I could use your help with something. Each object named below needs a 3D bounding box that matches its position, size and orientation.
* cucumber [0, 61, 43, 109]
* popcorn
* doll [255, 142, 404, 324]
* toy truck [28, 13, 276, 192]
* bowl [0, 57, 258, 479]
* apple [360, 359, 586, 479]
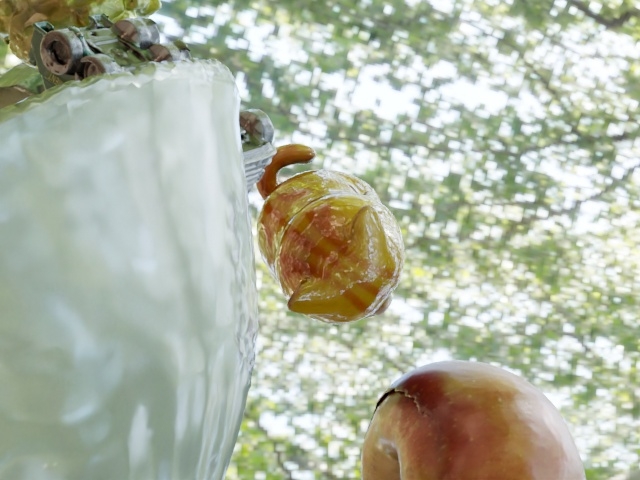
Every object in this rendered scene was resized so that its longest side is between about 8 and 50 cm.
[{"bbox_3d":[-0.372,-0.159,1.787,0.191,0.130,0.191,13,-55,19],"label":"cucumber"},{"bbox_3d":[-0.269,-0.256,1.461,0.198,0.198,0.212,3,-55,46],"label":"popcorn"},{"bbox_3d":[0.012,0.005,1.507,0.166,0.162,0.269,-61,-157,6],"label":"doll"},{"bbox_3d":[-0.147,-0.094,1.077,0.216,0.110,0.116,39,-58,19],"label":"toy truck"},{"bbox_3d":[-0.139,0.092,0.453,0.337,0.337,0.157,-33,-94,38],"label":"bowl"},{"bbox_3d":[0.163,0.253,1.415,0.272,0.206,0.251,127,-45,-64],"label":"apple"}]
